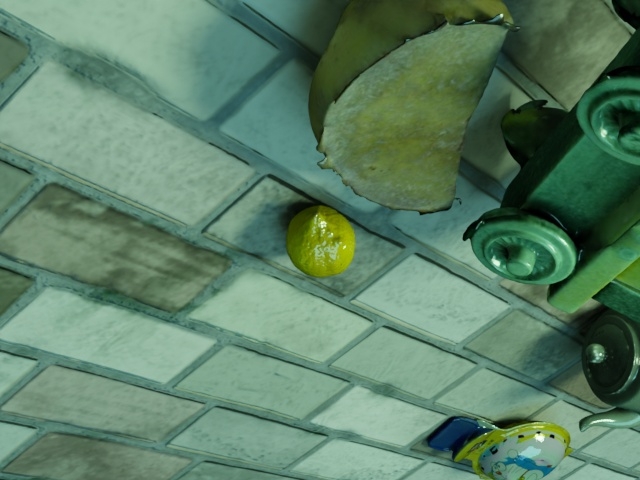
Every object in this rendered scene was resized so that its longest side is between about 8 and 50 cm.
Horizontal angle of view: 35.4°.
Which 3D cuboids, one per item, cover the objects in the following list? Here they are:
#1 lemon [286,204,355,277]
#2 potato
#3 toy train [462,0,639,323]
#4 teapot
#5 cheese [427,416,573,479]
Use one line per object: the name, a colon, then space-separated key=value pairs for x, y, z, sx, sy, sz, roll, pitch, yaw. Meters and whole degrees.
lemon: x=0.000 y=0.000 z=0.915 sx=0.065 sy=0.065 sz=0.092 roll=-23 pitch=151 yaw=-2
potato: x=0.052 y=-0.113 z=0.770 sx=0.138 sy=0.098 sz=0.243 roll=-11 pitch=149 yaw=-12
toy train: x=0.283 y=-0.052 z=0.796 sx=0.253 sy=0.160 sz=0.397 roll=25 pitch=151 yaw=-2
teapot: x=0.402 y=0.140 z=1.277 sx=0.149 sy=0.162 sz=0.239 roll=9 pitch=109 yaw=-22
cheese: x=0.267 y=0.305 z=1.469 sx=0.250 sy=0.064 sz=0.156 roll=19 pitch=127 yaw=-28
